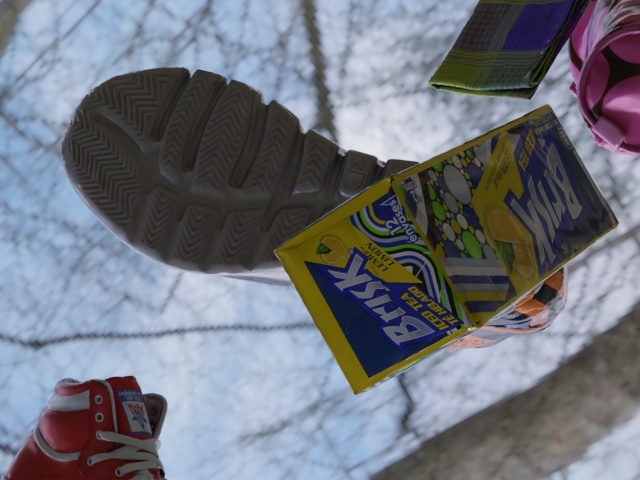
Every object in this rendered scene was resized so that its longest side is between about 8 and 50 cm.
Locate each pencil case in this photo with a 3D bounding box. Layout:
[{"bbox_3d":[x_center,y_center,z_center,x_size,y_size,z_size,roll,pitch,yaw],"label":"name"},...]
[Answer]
[{"bbox_3d":[0.209,-0.115,1.327,0.095,0.098,0.209,47,-166,-5],"label":"pencil case"}]

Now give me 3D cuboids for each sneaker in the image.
[{"bbox_3d":[-0.062,0.090,0.705,0.042,0.118,0.067,25,-90,-60],"label":"sneaker"},{"bbox_3d":[0.000,0.000,1.223,0.321,0.180,0.124,21,-100,19],"label":"sneaker"}]

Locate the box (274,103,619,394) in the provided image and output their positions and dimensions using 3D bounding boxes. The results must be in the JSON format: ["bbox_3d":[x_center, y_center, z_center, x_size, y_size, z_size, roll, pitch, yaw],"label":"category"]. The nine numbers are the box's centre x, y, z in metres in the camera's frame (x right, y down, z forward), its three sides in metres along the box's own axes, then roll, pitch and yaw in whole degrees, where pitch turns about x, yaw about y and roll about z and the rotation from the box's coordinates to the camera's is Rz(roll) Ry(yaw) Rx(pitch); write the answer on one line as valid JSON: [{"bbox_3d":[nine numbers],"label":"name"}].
[{"bbox_3d":[0.051,-0.002,0.713,0.059,0.054,0.169,60,-153,1],"label":"box"}]

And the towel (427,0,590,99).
[{"bbox_3d":[0.083,-0.095,0.816,0.009,0.060,0.083,45,-113,-37],"label":"towel"}]
